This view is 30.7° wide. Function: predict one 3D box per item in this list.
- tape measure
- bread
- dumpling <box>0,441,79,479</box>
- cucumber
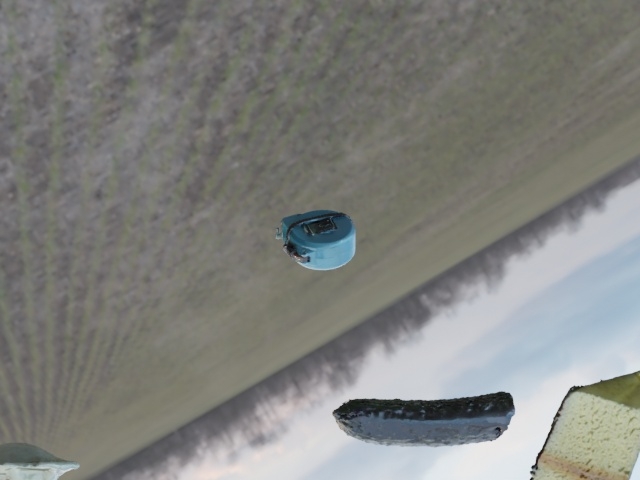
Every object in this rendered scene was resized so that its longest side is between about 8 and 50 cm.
[{"bbox_3d":[0.000,0.000,2.154,0.146,0.081,0.125,-13,-145,-16],"label":"tape measure"},{"bbox_3d":[0.389,0.298,1.715,0.178,0.135,0.240,-51,159,-66],"label":"bread"},{"bbox_3d":[-0.537,0.407,2.014,0.216,0.126,0.166,9,163,6],"label":"dumpling"},{"bbox_3d":[0.126,0.222,1.429,0.245,0.067,0.067,-1,164,-22],"label":"cucumber"}]
